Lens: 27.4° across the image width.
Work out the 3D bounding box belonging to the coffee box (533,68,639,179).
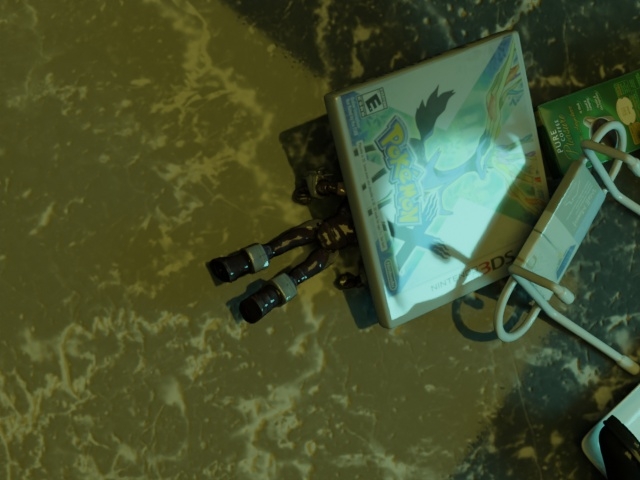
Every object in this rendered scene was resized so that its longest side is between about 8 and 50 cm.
[{"bbox_3d":[0.403,-0.169,1.900,0.184,0.040,0.113,-22,92,-13],"label":"coffee box"}]

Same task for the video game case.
[{"bbox_3d":[0.172,-0.084,1.770,0.300,0.036,0.329,-22,109,-24],"label":"video game case"}]

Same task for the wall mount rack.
[{"bbox_3d":[0.394,0.024,1.830,0.350,0.130,0.304,-59,142,-7],"label":"wall mount rack"}]

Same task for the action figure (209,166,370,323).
[{"bbox_3d":[0.000,0.000,1.779,0.285,0.099,0.185,-28,85,-19],"label":"action figure"}]

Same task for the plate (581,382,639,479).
[{"bbox_3d":[0.545,0.298,1.894,0.278,0.045,0.277,-43,96,-12],"label":"plate"}]

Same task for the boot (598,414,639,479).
[{"bbox_3d":[0.395,0.390,1.801,0.207,0.094,0.246,-36,102,4],"label":"boot"}]
